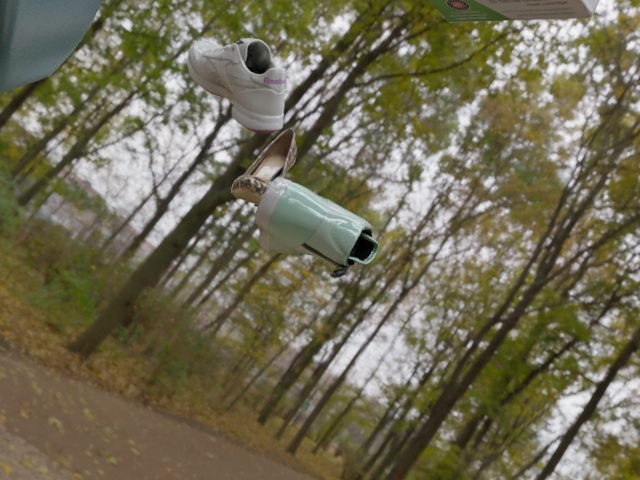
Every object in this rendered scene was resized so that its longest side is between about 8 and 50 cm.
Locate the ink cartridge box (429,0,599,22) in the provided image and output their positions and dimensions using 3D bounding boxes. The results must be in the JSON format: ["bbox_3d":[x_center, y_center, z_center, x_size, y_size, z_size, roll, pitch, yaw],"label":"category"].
[{"bbox_3d":[0.160,-0.355,0.781,0.201,0.117,0.278,15,-9,46],"label":"ink cartridge box"}]

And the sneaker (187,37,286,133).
[{"bbox_3d":[-0.149,-0.327,1.398,0.305,0.114,0.152,44,-49,37],"label":"sneaker"}]

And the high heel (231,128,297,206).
[{"bbox_3d":[-0.108,-0.163,1.516,0.093,0.186,0.261,19,-1,5],"label":"high heel"}]

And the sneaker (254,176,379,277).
[{"bbox_3d":[0.000,0.000,0.997,0.151,0.094,0.256,29,-4,6],"label":"sneaker"}]

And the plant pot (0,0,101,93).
[{"bbox_3d":[-0.423,-0.332,0.931,0.248,0.252,0.247,22,28,4],"label":"plant pot"}]
